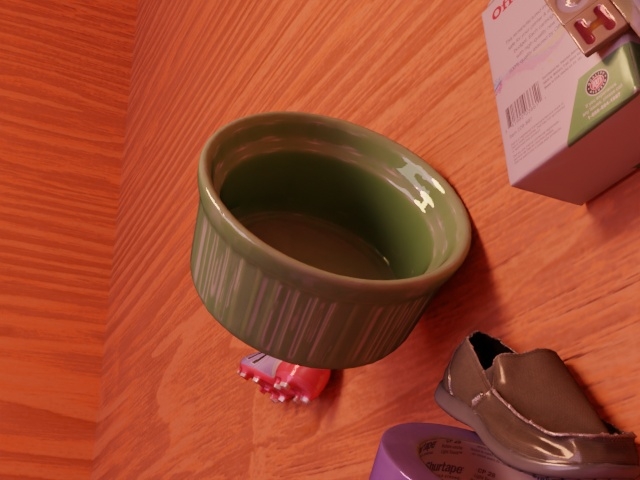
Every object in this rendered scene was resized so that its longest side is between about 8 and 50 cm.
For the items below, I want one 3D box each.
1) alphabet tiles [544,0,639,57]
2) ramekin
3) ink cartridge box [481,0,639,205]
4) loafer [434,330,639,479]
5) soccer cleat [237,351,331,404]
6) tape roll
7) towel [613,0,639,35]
[{"bbox_3d":[0.282,-0.253,0.672,0.237,0.009,0.198,-36,49,21],"label":"alphabet tiles"},{"bbox_3d":[0.000,0.000,0.965,0.303,0.303,0.148,-107,30,-47],"label":"ramekin"},{"bbox_3d":[0.235,-0.163,0.770,0.154,0.093,0.212,-44,43,49],"label":"ink cartridge box"},{"bbox_3d":[0.178,0.137,0.749,0.251,0.094,0.087,-160,78,-65],"label":"loafer"},{"bbox_3d":[-0.047,0.181,1.251,0.095,0.083,0.248,-53,13,-18],"label":"soccer cleat"},{"bbox_3d":[0.129,0.224,0.701,0.189,0.189,0.080,31,108,64],"label":"tape roll"},{"bbox_3d":[0.290,-0.278,0.482,0.320,0.090,0.374,53,135,0],"label":"towel"}]
